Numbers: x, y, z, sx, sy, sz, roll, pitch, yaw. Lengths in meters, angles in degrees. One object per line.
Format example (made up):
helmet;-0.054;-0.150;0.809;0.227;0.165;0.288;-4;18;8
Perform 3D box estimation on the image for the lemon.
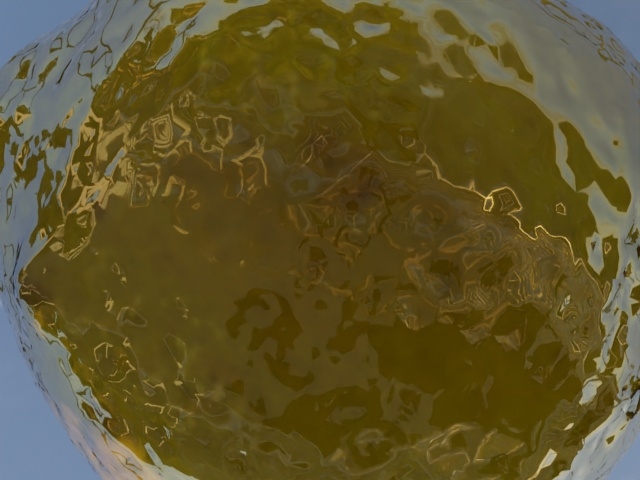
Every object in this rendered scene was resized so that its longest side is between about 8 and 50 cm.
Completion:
lemon;0.000;0.000;0.509;0.387;0.350;0.350;16;-77;-1
